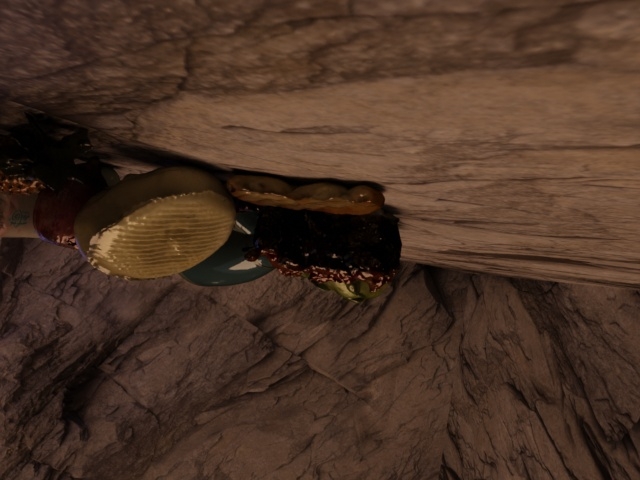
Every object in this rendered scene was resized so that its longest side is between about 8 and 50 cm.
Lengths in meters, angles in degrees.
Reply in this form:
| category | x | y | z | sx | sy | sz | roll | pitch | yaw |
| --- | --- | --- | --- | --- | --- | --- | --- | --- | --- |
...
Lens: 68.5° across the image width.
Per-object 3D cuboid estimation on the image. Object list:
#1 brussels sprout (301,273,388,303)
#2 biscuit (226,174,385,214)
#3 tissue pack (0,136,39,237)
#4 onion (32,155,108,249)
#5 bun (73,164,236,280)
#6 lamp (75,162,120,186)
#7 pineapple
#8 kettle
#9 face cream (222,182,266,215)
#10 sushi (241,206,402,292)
| category | x | y | z | sx | sy | sz | roll | pitch | yaw |
| --- | --- | --- | --- | --- | --- | --- | --- | --- | --- |
| brussels sprout | 0.073 | 0.047 | 1.262 | 0.294 | 0.227 | 0.259 | 3 | -163 | -45 |
| biscuit | -0.023 | -0.080 | 0.845 | 0.299 | 0.045 | 0.154 | 8 | 175 | 22 |
| tissue pack | -0.663 | -0.106 | 1.018 | 0.124 | 0.201 | 0.271 | 6 | 179 | -8 |
| onion | -0.479 | -0.077 | 0.937 | 0.159 | 0.195 | 0.159 | 14 | -177 | -1 |
| bun | -0.306 | -0.044 | 0.891 | 0.287 | 0.146 | 0.287 | -22 | 152 | -12 |
| lamp | -0.521 | -0.135 | 1.024 | 0.106 | 0.106 | 0.193 | 8 | 166 | 25 |
| pineapple | -0.473 | -0.134 | 0.768 | 0.277 | 0.119 | 0.130 | 5 | 130 | 45 |
| kettle | -0.243 | -0.019 | 1.237 | 0.342 | 0.247 | 0.319 | -4 | 142 | 46 |
| face cream | -0.234 | -0.090 | 1.027 | 0.273 | 0.078 | 0.078 | 8 | 176 | 31 |
| sushi | 0.000 | 0.000 | 1.010 | 0.343 | 0.182 | 0.196 | 6 | 169 | 14 |
